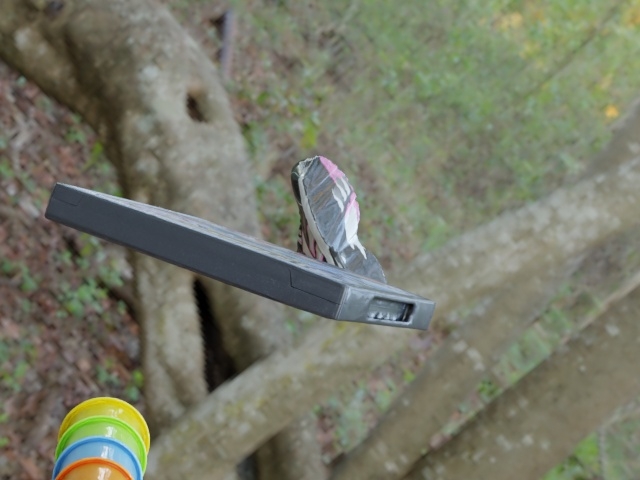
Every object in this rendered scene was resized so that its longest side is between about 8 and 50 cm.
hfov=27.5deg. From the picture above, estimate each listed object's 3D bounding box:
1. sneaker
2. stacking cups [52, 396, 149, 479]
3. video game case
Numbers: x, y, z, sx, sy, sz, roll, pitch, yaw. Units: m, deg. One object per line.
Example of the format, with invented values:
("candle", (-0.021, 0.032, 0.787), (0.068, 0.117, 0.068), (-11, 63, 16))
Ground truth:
("sneaker", (0.000, 0.000, 1.382), (0.072, 0.077, 0.178), (-37, 115, -43))
("stacking cups", (-0.200, 0.231, 1.203), (0.096, 0.096, 0.316), (49, -1, -13))
("video game case", (-0.060, 0.018, 1.139), (0.275, 0.035, 0.248), (18, 1, 21))
